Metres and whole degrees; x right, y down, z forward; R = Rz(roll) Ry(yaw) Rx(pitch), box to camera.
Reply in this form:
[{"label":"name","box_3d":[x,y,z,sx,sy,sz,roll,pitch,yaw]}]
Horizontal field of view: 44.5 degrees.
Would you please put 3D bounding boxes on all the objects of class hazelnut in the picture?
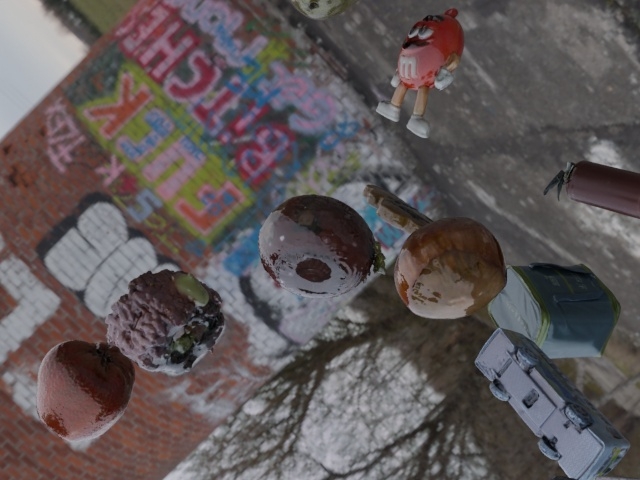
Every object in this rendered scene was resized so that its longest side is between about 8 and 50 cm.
[{"label":"hazelnut","box_3d":[0.236,0.050,1.453,0.214,0.214,0.176,49,165,44]}]

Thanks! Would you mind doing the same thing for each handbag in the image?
[{"label":"handbag","box_3d":[0.611,0.182,2.053,0.241,0.222,0.263,0,-143,-19]}]

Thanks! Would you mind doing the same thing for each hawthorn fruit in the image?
[{"label":"hawthorn fruit","box_3d":[-0.328,0.211,1.086,0.133,0.138,0.133,31,-170,-6]}]

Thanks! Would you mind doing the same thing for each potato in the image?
[{"label":"potato","box_3d":[0.024,-0.518,1.495,0.159,0.251,0.174,18,150,16]}]

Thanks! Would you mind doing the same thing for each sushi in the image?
[{"label":"sushi","box_3d":[-0.334,0.175,1.726,0.171,0.236,0.270,35,-172,21]}]

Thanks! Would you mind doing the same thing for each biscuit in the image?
[{"label":"biscuit","box_3d":[0.193,-0.065,1.816,0.278,0.043,0.301,22,-165,-41]}]

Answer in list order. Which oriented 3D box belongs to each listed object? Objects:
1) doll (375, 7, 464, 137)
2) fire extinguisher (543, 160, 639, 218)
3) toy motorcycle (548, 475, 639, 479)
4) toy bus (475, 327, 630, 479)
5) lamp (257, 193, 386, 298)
[{"label":"doll","box_3d":[0.179,-0.296,1.327,0.085,0.217,0.183,19,-167,-32]},{"label":"fire extinguisher","box_3d":[0.609,-0.107,1.664,0.269,0.105,0.105,23,166,43]},{"label":"toy motorcycle","box_3d":[0.325,0.275,0.735,0.152,0.073,0.225,35,160,-12]},{"label":"toy bus","box_3d":[0.435,0.307,1.476,0.136,0.109,0.330,17,-156,-36]},{"label":"lamp","box_3d":[-0.004,0.002,1.055,0.157,0.156,0.135,49,-146,-35]}]
